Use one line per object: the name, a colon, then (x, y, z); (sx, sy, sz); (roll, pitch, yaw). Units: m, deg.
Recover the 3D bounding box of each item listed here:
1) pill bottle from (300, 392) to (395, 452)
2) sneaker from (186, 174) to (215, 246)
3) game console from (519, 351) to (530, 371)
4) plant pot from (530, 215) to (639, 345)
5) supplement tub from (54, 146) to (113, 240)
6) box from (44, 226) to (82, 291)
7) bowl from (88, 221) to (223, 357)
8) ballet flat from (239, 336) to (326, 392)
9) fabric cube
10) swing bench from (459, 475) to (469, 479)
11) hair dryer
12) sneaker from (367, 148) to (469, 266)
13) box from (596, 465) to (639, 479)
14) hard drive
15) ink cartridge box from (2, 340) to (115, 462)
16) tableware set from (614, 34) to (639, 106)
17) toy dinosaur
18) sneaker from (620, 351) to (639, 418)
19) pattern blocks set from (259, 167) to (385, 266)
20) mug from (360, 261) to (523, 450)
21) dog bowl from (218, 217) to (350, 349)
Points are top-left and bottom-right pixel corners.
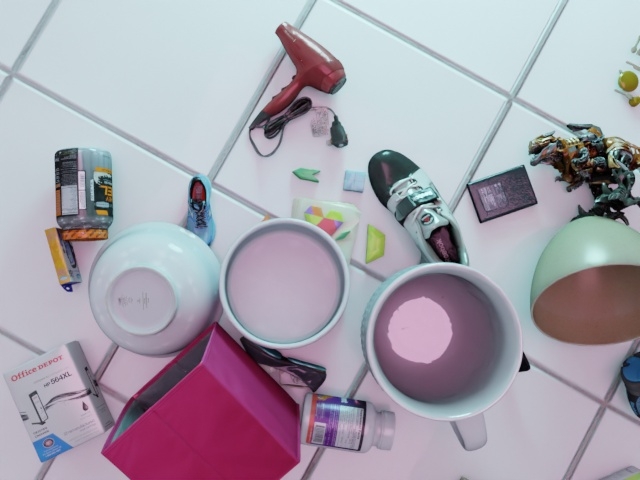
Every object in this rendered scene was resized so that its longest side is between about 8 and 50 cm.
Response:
pill bottle: (0.055, 0.385, 1.435); (0.193, 0.108, 0.108); (9, 86, -1)
sneaker: (-0.265, -0.063, 1.474); (0.063, 0.073, 0.162); (-6, 90, -2)
game console: (0.371, 0.241, 1.472); (0.071, 0.107, 0.122); (-24, 87, -31)
plant pot: (0.569, 0.062, 1.411); (0.284, 0.284, 0.191); (6, 51, -1)
supplement tub: (-0.500, -0.095, 1.450); (0.117, 0.117, 0.190); (-3, 87, -1)
box: (-0.544, 0.042, 1.457); (0.028, 0.081, 0.136); (-19, 87, -3)
bowl: (-0.351, 0.112, 1.409); (0.297, 0.134, 0.298); (0, 95, 0)
ballet flat: (-0.087, 0.270, 1.460); (0.203, 0.074, 0.074); (23, 86, -2)
fabric cube: (-0.217, 0.360, 1.324); (0.259, 0.254, 0.258); (-42, 100, 4)
swing bench: (0.296, 0.638, 1.345); (0.165, 0.255, 0.253); (30, 87, 10)
hair dryer: (-0.054, -0.336, 1.494); (0.223, 0.080, 0.294); (-4, 86, -1)
sneaker: (0.220, -0.062, 1.452); (0.122, 0.146, 0.330); (-35, 86, -2)
box: (0.576, 0.652, 1.457); (0.322, 0.058, 0.232); (-21, 87, -1)
hard drive: (0.403, -0.103, 1.517); (0.135, 0.022, 0.094); (-19, 87, -2)
ink cartridge box: (-0.547, 0.333, 1.436); (0.148, 0.086, 0.203); (-26, 88, -3)
tableware set: (0.728, -0.377, 1.545); (0.104, 0.024, 0.154); (25, 85, -3)
toy dinosaur: (0.615, -0.155, 1.471); (0.321, 0.164, 0.218); (-1, 69, 20)
sneaker: (0.802, 0.267, 1.474); (0.340, 0.125, 0.140); (-23, 115, -5)
pattern blocks set: (0.000, 0.000, 1.500); (0.285, 0.026, 0.325); (-2, 86, -2)
mug: (0.230, 0.229, 1.339); (0.276, 0.328, 0.374); (-22, 87, -2)
dog bowl: (-0.074, 0.092, 1.414); (0.264, 0.104, 0.265); (1, 81, -4)
